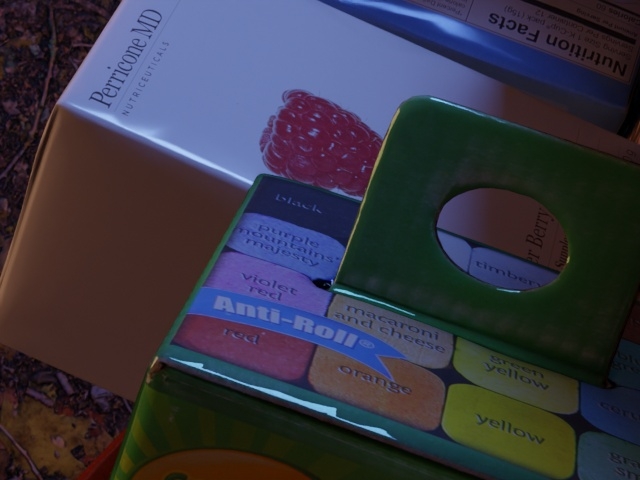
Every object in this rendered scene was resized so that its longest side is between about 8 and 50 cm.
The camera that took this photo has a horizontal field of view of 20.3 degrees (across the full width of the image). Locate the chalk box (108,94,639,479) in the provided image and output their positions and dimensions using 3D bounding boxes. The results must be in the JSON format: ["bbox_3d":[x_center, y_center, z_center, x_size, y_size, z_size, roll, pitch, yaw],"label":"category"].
[{"bbox_3d":[0.023,0.100,0.591,0.179,0.180,0.289,-67,-5,-68],"label":"chalk box"}]

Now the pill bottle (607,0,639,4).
[{"bbox_3d":[0.157,-0.173,0.795,0.221,0.121,0.121,84,-154,-87],"label":"pill bottle"}]

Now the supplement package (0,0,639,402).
[{"bbox_3d":[0.000,0.000,0.955,0.177,0.293,0.175,-69,4,-49],"label":"supplement package"}]

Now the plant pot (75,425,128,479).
[{"bbox_3d":[-0.029,0.203,1.217,0.236,0.267,0.267,-56,-4,-12],"label":"plant pot"}]

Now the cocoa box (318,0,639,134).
[{"bbox_3d":[0.092,-0.131,1.266,0.347,0.231,0.228,108,-178,-63],"label":"cocoa box"}]
